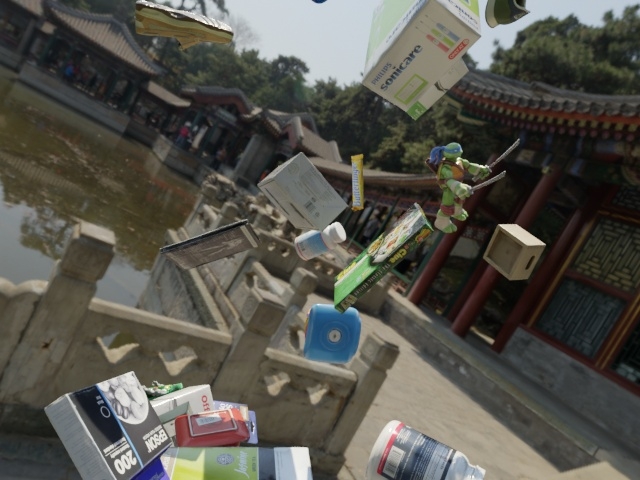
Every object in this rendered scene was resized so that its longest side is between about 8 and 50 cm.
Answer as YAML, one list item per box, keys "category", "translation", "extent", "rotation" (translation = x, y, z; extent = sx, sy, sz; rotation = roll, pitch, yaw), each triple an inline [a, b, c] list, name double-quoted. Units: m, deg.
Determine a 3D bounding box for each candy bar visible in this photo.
- category: "candy bar"
  translation: [0.104, -0.160, 1.249]
  extent: [0.040, 0.162, 0.018]
  rotation: [-5, -8, 39]

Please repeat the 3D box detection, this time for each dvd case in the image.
- category: "dvd case"
  translation: [-0.271, 0.015, 1.136]
  extent: [0.164, 0.221, 0.018]
  rotation: [77, -5, -71]

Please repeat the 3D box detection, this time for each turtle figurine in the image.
- category: "turtle figurine"
  translation: [0.453, -0.154, 1.353]
  extent: [0.274, 0.267, 0.198]
  rotation: [3, 40, 6]

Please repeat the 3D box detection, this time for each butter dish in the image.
- category: "butter dish"
  translation: [-0.256, 0.480, 1.047]
  extent: [0.160, 0.119, 0.160]
  rotation: [-2, 7, -21]

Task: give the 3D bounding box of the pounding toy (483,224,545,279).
- category: "pounding toy"
  translation: [0.526, 0.038, 1.227]
  extent: [0.100, 0.141, 0.130]
  rotation: [-1, 32, -26]

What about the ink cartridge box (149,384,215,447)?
- category: "ink cartridge box"
  translation: [-0.408, 0.517, 1.144]
  extent: [0.121, 0.211, 0.289]
  rotation: [-23, -10, 41]

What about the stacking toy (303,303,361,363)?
- category: "stacking toy"
  translation: [0.007, 0.274, 1.458]
  extent: [0.165, 0.175, 0.302]
  rotation: [9, 1, -14]

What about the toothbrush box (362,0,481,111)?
- category: "toothbrush box"
  translation: [0.199, -0.440, 0.898]
  extent: [0.122, 0.284, 0.206]
  rotation: [26, -38, -19]

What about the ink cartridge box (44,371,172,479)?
- category: "ink cartridge box"
  translation: [-0.309, 0.321, 0.706]
  extent: [0.208, 0.045, 0.206]
  rotation: [58, -2, 7]

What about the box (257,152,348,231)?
- category: "box"
  translation: [-0.056, -0.114, 1.116]
  extent: [0.169, 0.087, 0.290]
  rotation: [48, -9, -11]

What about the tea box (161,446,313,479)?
- category: "tea box"
  translation: [-0.172, 0.578, 0.820]
  extent: [0.323, 0.220, 0.329]
  rotation: [6, 13, -9]

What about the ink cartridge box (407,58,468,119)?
- category: "ink cartridge box"
  translation: [0.331, -0.524, 1.418]
  extent: [0.092, 0.219, 0.160]
  rotation: [14, 42, -53]

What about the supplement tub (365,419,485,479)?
- category: "supplement tub"
  translation: [0.275, 0.624, 1.186]
  extent: [0.272, 0.191, 0.191]
  rotation: [19, -1, 27]

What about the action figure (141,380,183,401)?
- category: "action figure"
  translation: [-0.545, 0.489, 1.428]
  extent: [0.232, 0.064, 0.137]
  rotation: [-11, -9, 10]

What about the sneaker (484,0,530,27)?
- category: "sneaker"
  translation: [0.372, -0.509, 0.840]
  extent: [0.064, 0.192, 0.086]
  rotation: [-4, 14, -36]

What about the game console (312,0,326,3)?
- category: "game console"
  translation: [0.041, -0.679, 0.872]
  extent: [0.292, 0.251, 0.173]
  rotation: [-19, -24, 33]

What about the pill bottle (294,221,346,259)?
- category: "pill bottle"
  translation: [0.000, 0.000, 1.482]
  extent: [0.087, 0.160, 0.087]
  rotation: [45, 32, -38]

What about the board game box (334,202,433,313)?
- category: "board game box"
  translation: [0.126, 0.036, 0.954]
  extent: [0.030, 0.259, 0.136]
  rotation: [40, 19, -15]

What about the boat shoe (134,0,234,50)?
- category: "boat shoe"
  translation: [-0.273, -0.420, 0.900]
  extent: [0.189, 0.072, 0.068]
  rotation: [9, 31, -17]

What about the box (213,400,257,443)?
- category: "box"
  translation: [-0.321, 0.618, 1.529]
  extent: [0.225, 0.037, 0.136]
  rotation: [17, 26, -23]
